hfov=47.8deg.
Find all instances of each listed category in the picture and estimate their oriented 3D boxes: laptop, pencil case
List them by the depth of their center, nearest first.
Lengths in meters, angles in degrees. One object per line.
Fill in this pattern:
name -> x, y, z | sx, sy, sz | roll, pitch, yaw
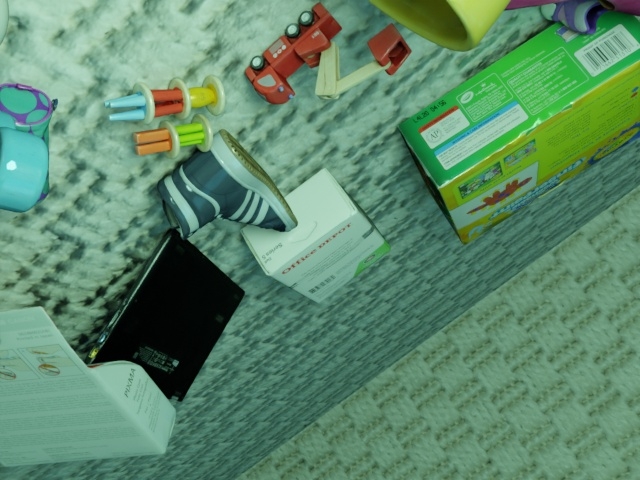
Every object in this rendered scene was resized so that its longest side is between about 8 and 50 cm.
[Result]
pencil case -> -0.339, -0.107, 0.825 | 0.064, 0.070, 0.152 | 13, 140, -14
laptop -> -0.390, 0.171, 1.350 | 0.408, 0.236, 0.382 | -60, 160, -12

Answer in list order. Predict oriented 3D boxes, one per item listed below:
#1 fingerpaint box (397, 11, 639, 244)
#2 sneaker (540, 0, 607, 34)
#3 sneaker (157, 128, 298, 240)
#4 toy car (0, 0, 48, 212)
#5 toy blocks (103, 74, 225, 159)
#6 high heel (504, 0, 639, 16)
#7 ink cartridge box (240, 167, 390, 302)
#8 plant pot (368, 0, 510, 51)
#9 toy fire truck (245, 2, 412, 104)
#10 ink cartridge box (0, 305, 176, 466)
fingerpaint box -> 0.408, -0.217, 1.421 | 0.444, 0.163, 0.371 | -33, 156, 7
sneaker -> 0.478, -0.434, 1.181 | 0.095, 0.105, 0.236 | -3, 141, -47
sneaker -> -0.146, -0.055, 1.125 | 0.153, 0.099, 0.282 | -36, 153, 3
toy car -> -0.340, -0.173, 0.614 | 0.219, 0.210, 0.238 | 15, 99, -40
toy blocks -> -0.206, -0.151, 0.922 | 0.148, 0.054, 0.123 | -16, 150, -35
high heel -> 0.344, -0.365, 1.065 | 0.377, 0.127, 0.181 | 16, 121, -31
ink cartridge box -> 0.000, 0.000, 1.391 | 0.198, 0.115, 0.273 | -36, 156, 6
plant pot -> 0.127, -0.365, 0.731 | 0.239, 0.254, 0.254 | -53, 154, 5
toy fire truck -> 0.006, -0.230, 0.935 | 0.192, 0.135, 0.047 | -39, 156, 13
ink cartridge box -> -0.439, 0.208, 1.091 | 0.308, 0.091, 0.385 | -8, 134, 14
